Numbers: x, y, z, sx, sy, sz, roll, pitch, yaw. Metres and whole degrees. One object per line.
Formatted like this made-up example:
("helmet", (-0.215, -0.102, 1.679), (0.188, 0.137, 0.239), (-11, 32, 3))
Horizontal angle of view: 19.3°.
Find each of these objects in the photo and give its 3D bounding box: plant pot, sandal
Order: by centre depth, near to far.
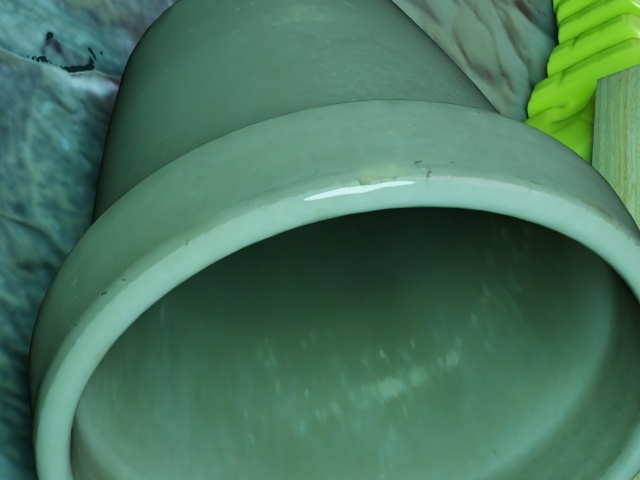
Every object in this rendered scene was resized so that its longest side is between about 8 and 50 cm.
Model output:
("plant pot", (0.000, 0.000, 0.820), (0.263, 0.263, 0.229), (28, 31, -33))
("sandal", (0.224, -0.121, 1.226), (0.138, 0.126, 0.317), (41, 51, -23))

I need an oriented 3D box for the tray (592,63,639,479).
("tray", (0.227, 0.122, 1.011), (0.203, 0.076, 0.411), (30, 55, -38))
